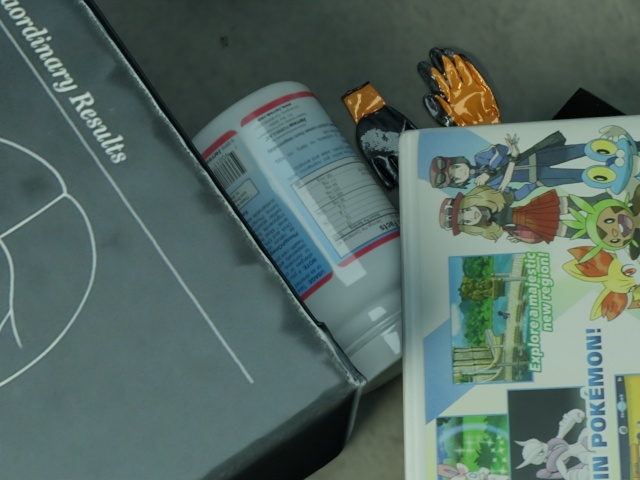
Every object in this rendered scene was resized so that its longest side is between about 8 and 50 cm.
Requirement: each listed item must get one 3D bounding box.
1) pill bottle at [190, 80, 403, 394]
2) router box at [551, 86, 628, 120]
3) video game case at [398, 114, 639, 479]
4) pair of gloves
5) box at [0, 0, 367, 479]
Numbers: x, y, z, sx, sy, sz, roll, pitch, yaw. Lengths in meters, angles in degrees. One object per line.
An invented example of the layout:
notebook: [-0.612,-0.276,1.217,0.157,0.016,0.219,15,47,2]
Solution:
pill bottle: [0.000,0.000,0.980,0.087,0.087,0.160,-33,79,-9]
router box: [0.167,0.017,0.966,0.179,0.046,0.133,36,81,31]
video game case: [0.189,0.095,0.877,0.300,0.036,0.329,-3,73,9]
pair of gloves: [0.060,-0.068,1.040,0.083,0.010,0.074,-28,78,-8]
box: [-0.223,0.079,0.889,0.395,0.212,0.293,-33,79,-9]
